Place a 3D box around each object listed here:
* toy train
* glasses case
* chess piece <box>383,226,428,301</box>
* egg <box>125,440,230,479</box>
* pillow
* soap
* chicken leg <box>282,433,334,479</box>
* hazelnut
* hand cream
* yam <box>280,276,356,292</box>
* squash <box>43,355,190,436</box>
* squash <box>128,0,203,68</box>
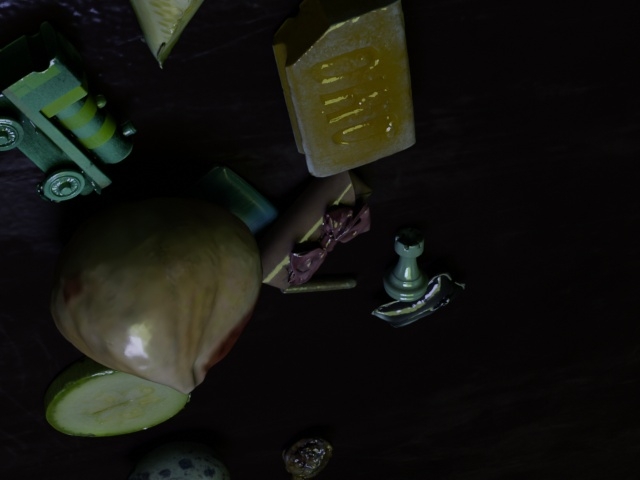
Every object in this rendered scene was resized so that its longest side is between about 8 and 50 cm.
[{"bbox_3d":[-0.281,-0.126,1.160,0.132,0.083,0.200,-30,144,8],"label":"toy train"},{"bbox_3d":[0.000,0.000,1.405,0.193,0.070,0.102,-48,130,8],"label":"glasses case"},{"bbox_3d":[0.126,0.032,1.566,0.067,0.067,0.103,-10,134,-13],"label":"chess piece"},{"bbox_3d":[-0.239,0.406,1.812,0.182,0.141,0.141,-3,141,-25],"label":"egg"},{"bbox_3d":[0.151,0.090,1.658,0.136,0.055,0.091,-28,177,18],"label":"pillow"},{"bbox_3d":[0.029,-0.184,1.231,0.140,0.073,0.232,-21,143,-6],"label":"soap"},{"bbox_3d":[-0.031,0.411,1.987,0.085,0.069,0.198,-30,157,-27],"label":"chicken leg"},{"bbox_3d":[-0.195,0.065,1.293,0.261,0.241,0.261,-9,178,0],"label":"hazelnut"},{"bbox_3d":[-0.089,-0.025,1.416,0.083,0.048,0.224,-35,135,20],"label":"hand cream"},{"bbox_3d":[-0.002,0.064,1.580,0.116,0.021,0.021,-3,141,-19],"label":"yam"},{"bbox_3d":[-0.308,0.240,1.651,0.219,0.041,0.219,-12,143,-9],"label":"squash"},{"bbox_3d":[-0.106,-0.262,1.039,0.170,0.093,0.252,20,150,23],"label":"squash"}]
